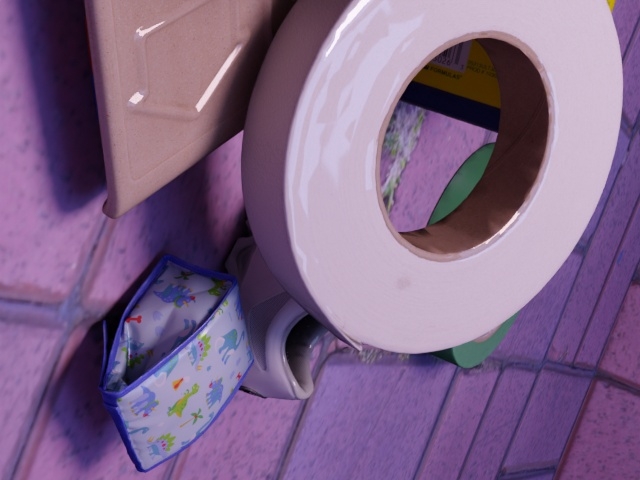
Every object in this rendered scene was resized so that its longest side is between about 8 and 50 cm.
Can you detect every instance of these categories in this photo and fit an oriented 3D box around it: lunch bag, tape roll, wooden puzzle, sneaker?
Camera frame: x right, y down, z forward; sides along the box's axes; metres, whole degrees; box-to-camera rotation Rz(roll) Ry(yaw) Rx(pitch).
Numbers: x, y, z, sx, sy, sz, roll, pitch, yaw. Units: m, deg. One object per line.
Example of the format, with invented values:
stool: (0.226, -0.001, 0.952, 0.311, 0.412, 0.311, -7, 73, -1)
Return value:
lunch bag: (-0.134, 0.112, 1.006, 0.129, 0.096, 0.151, 80, 33, -48)
tape roll: (0.110, -0.087, 1.017, 0.392, 0.072, 0.392, -15, 118, -31)
tape roll: (0.235, 0.023, 1.647, 0.321, 0.077, 0.321, -43, 145, -40)
wooden puzzle: (-0.074, -0.227, 0.875, 0.322, 0.080, 0.348, -40, 149, -39)
sneaker: (0.000, 0.000, 1.120, 0.122, 0.146, 0.330, 14, 96, -62)

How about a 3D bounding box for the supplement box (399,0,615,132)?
supplement box: (0.202, -0.310, 1.196, 0.194, 0.195, 0.356, -20, 127, -56)
